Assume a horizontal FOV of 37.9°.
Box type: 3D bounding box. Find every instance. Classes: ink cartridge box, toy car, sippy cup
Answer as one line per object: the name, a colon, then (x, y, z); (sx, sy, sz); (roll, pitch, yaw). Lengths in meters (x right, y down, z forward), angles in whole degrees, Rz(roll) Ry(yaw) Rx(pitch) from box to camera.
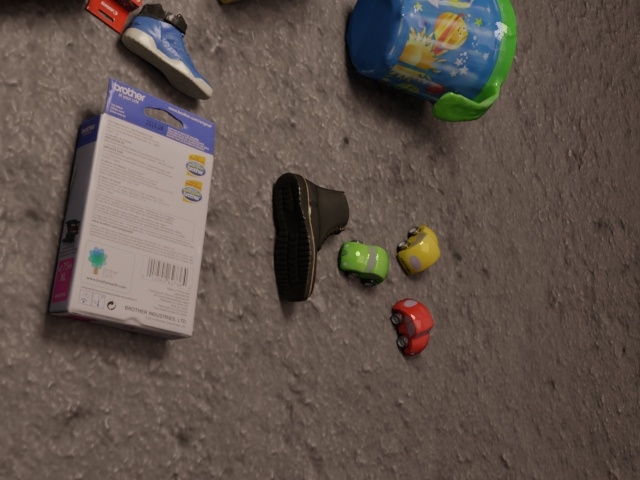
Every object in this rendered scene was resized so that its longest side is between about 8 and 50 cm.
ink cartridge box: (-0.273, -0.351, 1.282); (0.063, 0.029, 0.115); (34, 60, -35)
toy car: (0.125, 0.058, 1.570); (0.225, 0.053, 0.239); (25, 65, -39)
ink cartridge box: (-0.240, -0.037, 1.230); (0.186, 0.065, 0.311); (19, 71, -40)
sippy cup: (0.176, -0.347, 1.598); (0.224, 0.305, 0.240); (5, 107, -33)

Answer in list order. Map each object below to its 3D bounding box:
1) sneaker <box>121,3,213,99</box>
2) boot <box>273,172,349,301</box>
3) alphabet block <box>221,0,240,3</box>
sneaker: (-0.200, -0.271, 1.317); (0.152, 0.058, 0.084); (36, 67, -26)
boot: (0.000, 0.000, 1.452); (0.137, 0.077, 0.197); (10, 76, -48)
alphabet block: (-0.057, -0.488, 1.409); (0.197, 0.192, 0.193); (-25, 98, -43)
